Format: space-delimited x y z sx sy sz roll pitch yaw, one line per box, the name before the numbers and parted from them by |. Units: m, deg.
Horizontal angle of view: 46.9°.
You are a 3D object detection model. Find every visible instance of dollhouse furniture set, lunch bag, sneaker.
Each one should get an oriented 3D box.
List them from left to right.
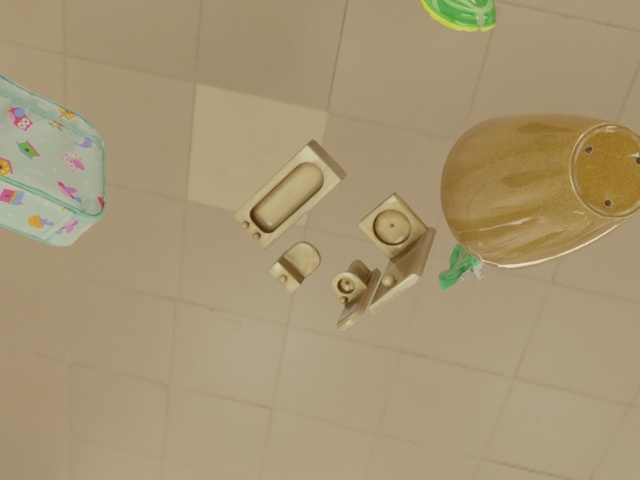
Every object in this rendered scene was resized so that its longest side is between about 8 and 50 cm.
lunch bag | -0.449 -0.134 1.076 0.108 0.224 0.279 -31 140 27
dollhouse furniture set | 0.000 0.000 0.700 0.144 0.123 0.151 -41 96 24
sneaker | 0.204 -0.461 1.160 0.109 0.295 0.123 -11 163 -13

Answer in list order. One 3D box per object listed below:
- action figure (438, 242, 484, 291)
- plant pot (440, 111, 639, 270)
action figure | 0.294 0.028 1.413 0.063 0.232 0.137 20 79 0
plant pot | 0.320 -0.080 0.999 0.237 0.254 0.237 1 87 -13
